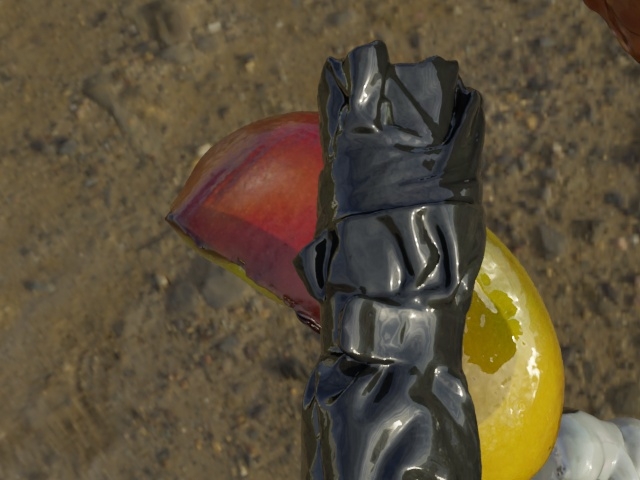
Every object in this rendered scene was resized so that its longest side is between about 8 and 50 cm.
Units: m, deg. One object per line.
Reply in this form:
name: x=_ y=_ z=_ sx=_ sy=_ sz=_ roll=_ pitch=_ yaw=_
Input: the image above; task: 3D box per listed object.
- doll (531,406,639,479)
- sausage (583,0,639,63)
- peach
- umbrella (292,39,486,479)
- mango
doll: x=0.288 y=0.233 z=1.246 sx=0.181 sy=0.110 sz=0.106 roll=14 pitch=49 yaw=-26
sausage: x=0.189 y=-0.145 z=0.444 sx=0.153 sy=0.141 sz=0.268 roll=31 pitch=38 yaw=7
peach: x=0.000 y=0.000 z=1.264 sx=0.338 sy=0.281 sz=0.281 roll=-5 pitch=49 yaw=-17
umbrella: x=0.024 y=0.057 z=0.369 sx=0.066 sy=0.059 sz=0.235 roll=9 pitch=75 yaw=-30
mango: x=0.109 y=0.097 z=0.985 sx=0.177 sy=0.316 sz=0.119 roll=-18 pitch=21 yaw=0
